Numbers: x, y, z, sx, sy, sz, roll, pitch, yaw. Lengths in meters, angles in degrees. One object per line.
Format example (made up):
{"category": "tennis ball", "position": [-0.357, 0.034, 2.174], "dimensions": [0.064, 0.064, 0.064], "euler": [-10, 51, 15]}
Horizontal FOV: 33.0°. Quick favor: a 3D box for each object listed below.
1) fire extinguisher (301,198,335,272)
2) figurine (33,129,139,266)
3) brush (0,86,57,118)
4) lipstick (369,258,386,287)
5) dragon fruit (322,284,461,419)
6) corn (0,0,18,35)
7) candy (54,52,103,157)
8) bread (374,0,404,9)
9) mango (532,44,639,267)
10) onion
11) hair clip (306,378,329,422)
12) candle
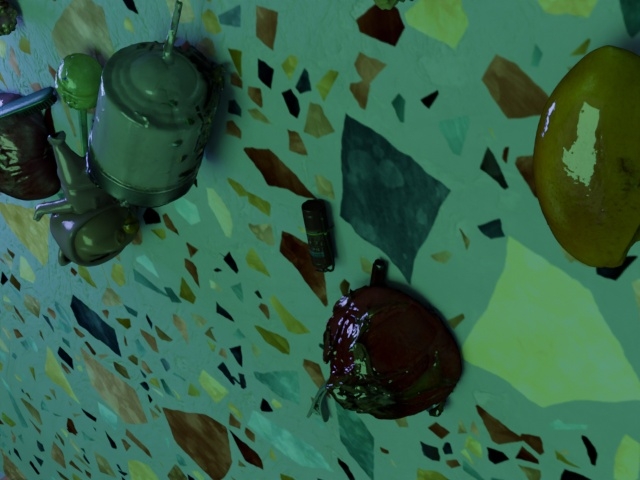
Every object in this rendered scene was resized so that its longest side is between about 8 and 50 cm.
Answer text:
{"category": "fire extinguisher", "position": [0.000, 0.000, 1.645], "dimensions": [0.056, 0.039, 0.132], "euler": [28, 139, 45]}
{"category": "figurine", "position": [-0.414, -0.062, 1.962], "dimensions": [0.186, 0.176, 0.287], "euler": [45, 137, 35]}
{"category": "brush", "position": [-0.573, -0.242, 2.027], "dimensions": [0.193, 0.043, 0.032], "euler": [-18, 129, 22]}
{"category": "lipstick", "position": [0.080, 0.095, 1.645], "dimensions": [0.027, 0.027, 0.176], "euler": [33, 140, 27]}
{"category": "dragon fruit", "position": [0.085, 0.194, 1.596], "dimensions": [0.218, 0.148, 0.224], "euler": [21, 133, 21]}
{"category": "corn", "position": [-0.667, -0.431, 1.991], "dimensions": [0.280, 0.092, 0.092], "euler": [23, 136, 33]}
{"category": "candy", "position": [-0.425, -0.210, 1.933], "dimensions": [0.093, 0.092, 0.335], "euler": [11, 149, -5]}
{"category": "bread", "position": [0.060, -0.392, 1.133], "dimensions": [0.204, 0.162, 0.262], "euler": [53, 133, 20]}
{"category": "mango", "position": [0.304, -0.087, 1.143], "dimensions": [0.153, 0.126, 0.252], "euler": [13, 129, 28]}
{"category": "onion", "position": [-0.643, -0.177, 2.162], "dimensions": [0.283, 0.120, 0.227], "euler": [9, 121, 46]}
{"category": "hair clip", "position": [0.007, 0.280, 1.890], "dimensions": [0.039, 0.030, 0.115], "euler": [24, 142, 6]}
{"category": "candle", "position": [-0.247, -0.205, 1.628], "dimensions": [0.187, 0.187, 0.330], "euler": [43, 143, 13]}
